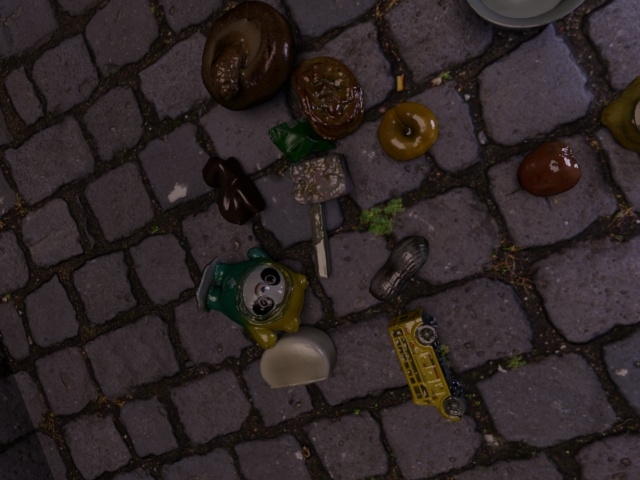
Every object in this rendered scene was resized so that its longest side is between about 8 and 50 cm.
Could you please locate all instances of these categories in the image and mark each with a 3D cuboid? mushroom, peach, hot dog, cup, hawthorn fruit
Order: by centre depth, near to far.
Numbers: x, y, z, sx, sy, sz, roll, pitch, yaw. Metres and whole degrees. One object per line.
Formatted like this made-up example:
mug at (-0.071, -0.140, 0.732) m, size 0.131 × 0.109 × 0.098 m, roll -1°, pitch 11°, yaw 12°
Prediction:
cup at (0.539, -0.709, 1.073) m, size 0.346 × 0.163 × 0.348 m, roll 2°, pitch 96°, yaw 17°
hawthorn fruit at (0.613, -0.176, 1.113) m, size 0.149 × 0.149 × 0.189 m, roll 41°, pitch 104°, yaw 9°
peach at (0.259, -0.328, 1.222) m, size 0.179 × 0.103 × 0.180 m, roll 1°, pitch 93°, yaw 18°
hot dog at (0.020, -0.453, 1.265) m, size 0.195 × 0.122 × 0.273 m, roll -23°, pitch 88°, yaw -9°
mushroom at (-0.233, -0.572, 1.281) m, size 0.344 × 0.239 × 0.346 m, roll -3°, pitch 74°, yaw 10°

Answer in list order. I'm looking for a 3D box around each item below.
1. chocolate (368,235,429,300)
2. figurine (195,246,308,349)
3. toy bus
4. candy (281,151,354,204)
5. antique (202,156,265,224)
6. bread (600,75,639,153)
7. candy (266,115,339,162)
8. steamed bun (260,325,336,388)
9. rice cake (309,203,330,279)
chocolate at (0.241, 0.088, 1.265) m, size 0.110 × 0.110 × 0.248 m, roll 35°, pitch 101°, yaw 10°
figurine at (-0.215, 0.180, 1.356) m, size 0.339 × 0.231 × 0.324 m, roll 11°, pitch 70°, yaw 10°
toy bus at (0.325, 0.384, 1.249) m, size 0.151 × 0.144 × 0.331 m, roll -21°, pitch 88°, yaw 17°
candy at (-0.001, -0.190, 1.270) m, size 0.184 × 0.195 × 0.137 m, roll -12°, pitch 97°, yaw 13°
antique at (-0.312, -0.175, 1.399) m, size 0.143 × 0.121 × 0.257 m, roll -32°, pitch 93°, yaw 25°
bread at (0.867, -0.306, 1.056) m, size 0.233 × 0.088 × 0.161 m, roll 40°, pitch 100°, yaw 7°
candy at (-0.049, -0.325, 1.286) m, size 0.141 × 0.203 × 0.078 m, roll 62°, pitch 150°, yaw -4°
steamed bun at (-0.080, 0.382, 1.364) m, size 0.241 × 0.146 × 0.164 m, roll -14°, pitch 95°, yaw 17°
rice cake at (0.000, 0.000, 1.351) m, size 0.052 × 0.057 × 0.257 m, roll -7°, pitch 95°, yaw -9°
